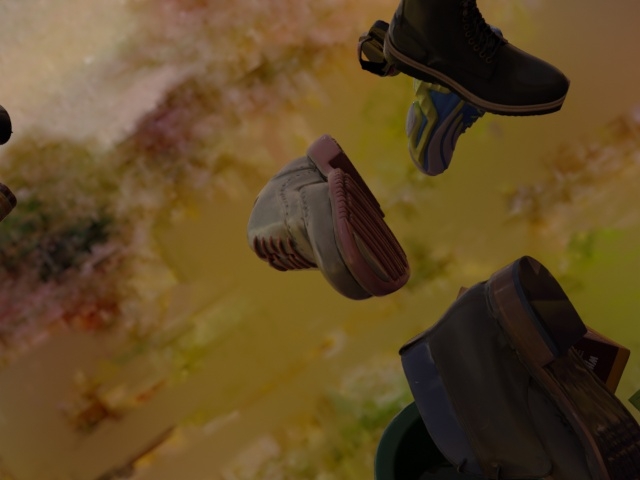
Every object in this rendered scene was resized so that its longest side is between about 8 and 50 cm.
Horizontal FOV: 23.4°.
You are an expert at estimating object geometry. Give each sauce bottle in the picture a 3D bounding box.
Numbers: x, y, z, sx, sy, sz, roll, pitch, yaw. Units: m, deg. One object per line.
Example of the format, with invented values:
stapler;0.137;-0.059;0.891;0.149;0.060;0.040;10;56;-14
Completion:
sauce bottle;-0.377;-0.009;1.645;0.128;0.042;0.042;-51;9;-26

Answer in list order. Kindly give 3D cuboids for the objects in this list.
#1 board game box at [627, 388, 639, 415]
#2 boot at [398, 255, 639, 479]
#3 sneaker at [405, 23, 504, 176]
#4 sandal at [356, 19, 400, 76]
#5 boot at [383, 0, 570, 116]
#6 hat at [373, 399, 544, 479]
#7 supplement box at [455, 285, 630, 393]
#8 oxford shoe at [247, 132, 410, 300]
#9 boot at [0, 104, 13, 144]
board game box;0.481;0.231;1.955;0.092;0.043;0.181;-43;41;1
boot;0.135;0.128;0.957;0.106;0.219;0.082;-30;-10;30
sneaker;0.181;-0.176;1.954;0.091;0.126;0.240;-45;-37;-45
sandal;0.071;-0.230;1.916;0.040;0.067;0.179;-56;-2;-5
boot;0.164;-0.204;1.563;0.137;0.197;0.077;98;-172;-59
hat;0.129;0.269;1.560;0.208;0.173;0.183;-33;-24;-19
supplement box;0.254;0.186;1.970;0.129;0.194;0.191;34;106;64
oxford shoe;0.000;0.000;1.720;0.146;0.140;0.397;-33;14;5
boot;-0.503;-0.096;1.807;0.246;0.094;0.207;-27;-10;17
